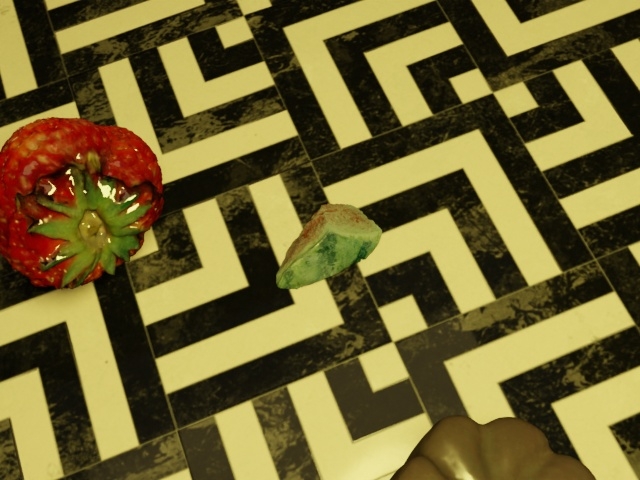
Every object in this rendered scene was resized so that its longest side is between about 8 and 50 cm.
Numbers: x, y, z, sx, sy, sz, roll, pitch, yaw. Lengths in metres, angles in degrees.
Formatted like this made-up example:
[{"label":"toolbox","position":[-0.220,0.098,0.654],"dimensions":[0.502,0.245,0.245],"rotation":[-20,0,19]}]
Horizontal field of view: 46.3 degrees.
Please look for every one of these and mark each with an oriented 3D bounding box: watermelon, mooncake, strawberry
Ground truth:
[{"label":"watermelon","position":[0.003,0.006,1.142],"dimensions":[0.180,0.081,0.094],"rotation":[-41,44,-20]},{"label":"mooncake","position":[0.195,0.350,0.859],"dimensions":[0.305,0.154,0.306],"rotation":[10,40,-8]},{"label":"strawberry","position":[-0.376,-0.070,1.114],"dimensions":[0.288,0.250,0.239],"rotation":[39,107,41]}]
